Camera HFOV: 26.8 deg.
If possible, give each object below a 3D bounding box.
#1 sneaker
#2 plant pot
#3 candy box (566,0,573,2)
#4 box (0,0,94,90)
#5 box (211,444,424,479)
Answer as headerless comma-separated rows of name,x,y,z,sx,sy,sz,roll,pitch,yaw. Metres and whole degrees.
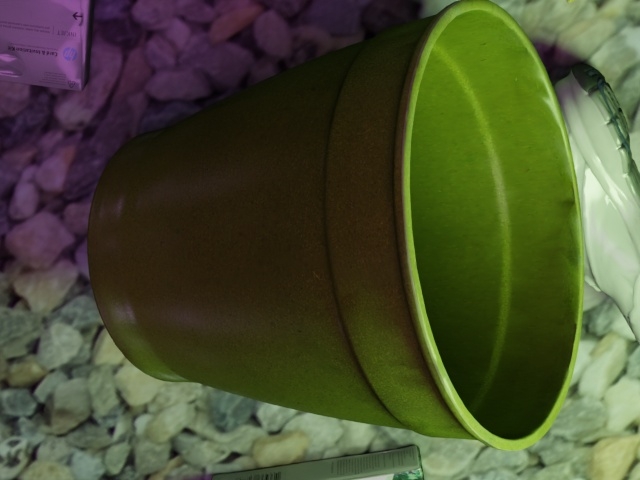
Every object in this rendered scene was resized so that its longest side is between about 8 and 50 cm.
sneaker,0.266,-0.023,1.310,0.129,0.111,0.297,-21,103,22
plant pot,0.000,0.000,1.173,0.353,0.366,0.366,-5,114,30
candy box,0.220,-0.330,1.216,0.105,0.027,0.206,-29,108,14
box,-0.283,-0.241,1.254,0.145,0.038,0.186,7,111,-2
box,0.021,0.393,1.489,0.232,0.058,0.322,-9,112,5
